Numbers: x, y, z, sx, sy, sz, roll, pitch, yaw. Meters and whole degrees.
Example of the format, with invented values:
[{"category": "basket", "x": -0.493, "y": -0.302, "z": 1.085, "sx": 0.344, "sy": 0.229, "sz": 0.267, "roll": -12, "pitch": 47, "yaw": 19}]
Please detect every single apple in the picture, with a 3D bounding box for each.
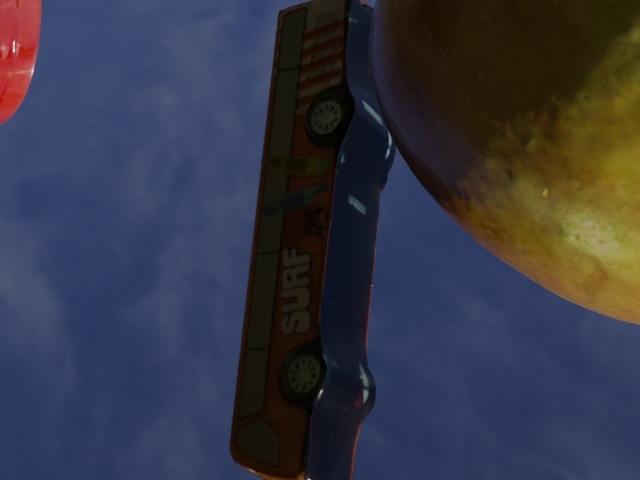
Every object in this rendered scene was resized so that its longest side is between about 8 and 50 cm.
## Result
[{"category": "apple", "x": 0.225, "y": -0.122, "z": 0.857, "sx": 0.374, "sy": 0.384, "sz": 0.374, "roll": 0, "pitch": -89, "yaw": 16}]

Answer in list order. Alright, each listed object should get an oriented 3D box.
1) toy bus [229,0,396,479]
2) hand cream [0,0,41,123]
[{"category": "toy bus", "x": 0.000, "y": 0.000, "z": 1.133, "sx": 0.092, "sy": 0.093, "sz": 0.409, "roll": -4, "pitch": -109, "yaw": 31}, {"category": "hand cream", "x": -0.258, "y": -0.153, "z": 0.813, "sx": 0.125, "sy": 0.193, "sz": 0.193, "roll": -12, "pitch": -142, "yaw": -35}]
